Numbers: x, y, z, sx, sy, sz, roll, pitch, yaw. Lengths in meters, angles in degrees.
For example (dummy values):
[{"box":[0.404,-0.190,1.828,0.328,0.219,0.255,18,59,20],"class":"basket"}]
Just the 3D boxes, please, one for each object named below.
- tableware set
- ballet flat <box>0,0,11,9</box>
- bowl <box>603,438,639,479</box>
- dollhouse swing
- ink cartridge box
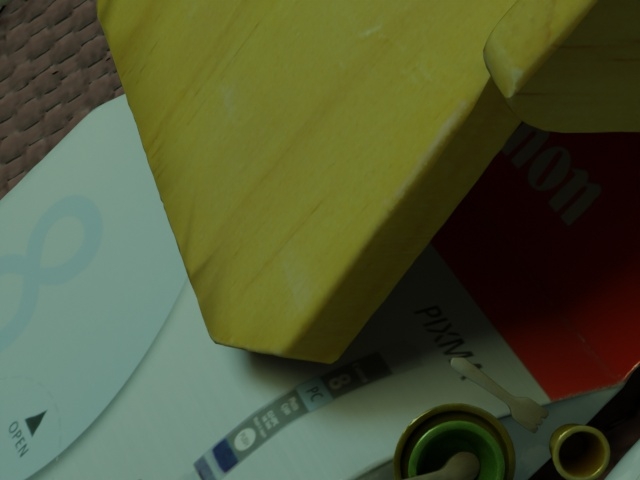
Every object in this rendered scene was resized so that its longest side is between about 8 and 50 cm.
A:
[{"box":[0.055,0.131,0.759,0.154,0.104,0.024,-57,9,1],"class":"tableware set"},{"box":[-0.225,-0.146,1.249,0.052,0.057,0.168,7,60,30],"class":"ballet flat"},{"box":[0.181,0.133,0.638,0.297,0.134,0.298,-20,45,22],"class":"bowl"},{"box":[0.106,-0.139,0.844,0.305,0.315,0.347,111,147,-41],"class":"dollhouse swing"},{"box":[0.000,0.000,0.892,0.385,0.091,0.308,-45,40,9],"class":"ink cartridge box"}]
